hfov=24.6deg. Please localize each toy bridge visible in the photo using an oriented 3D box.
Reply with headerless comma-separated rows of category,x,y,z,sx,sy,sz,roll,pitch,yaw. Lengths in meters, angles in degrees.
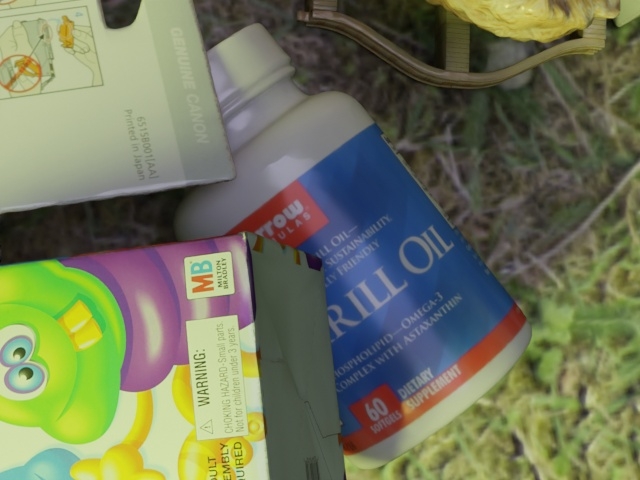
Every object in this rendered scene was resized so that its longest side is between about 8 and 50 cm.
toy bridge,0.077,-0.123,0.865,0.188,0.026,0.063,3,82,-12

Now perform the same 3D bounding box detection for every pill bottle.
pill bottle,0.000,0.000,0.778,0.124,0.124,0.221,-39,91,-16

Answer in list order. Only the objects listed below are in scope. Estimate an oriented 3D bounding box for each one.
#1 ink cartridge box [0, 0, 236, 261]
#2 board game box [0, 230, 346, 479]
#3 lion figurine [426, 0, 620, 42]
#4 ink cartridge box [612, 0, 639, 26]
ink cartridge box,-0.190,-0.117,0.747,0.238,0.060,0.275,-9,66,-15
board game box,-0.139,0.088,0.669,0.275,0.144,0.142,-8,83,12
lion figurine,-0.021,-0.243,0.753,0.392,0.142,0.240,10,82,4
ink cartridge box,0.270,-0.285,0.847,0.270,0.198,0.197,-28,89,-16
